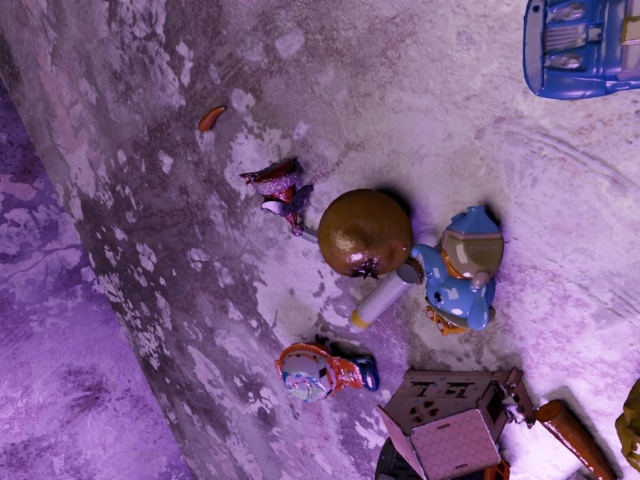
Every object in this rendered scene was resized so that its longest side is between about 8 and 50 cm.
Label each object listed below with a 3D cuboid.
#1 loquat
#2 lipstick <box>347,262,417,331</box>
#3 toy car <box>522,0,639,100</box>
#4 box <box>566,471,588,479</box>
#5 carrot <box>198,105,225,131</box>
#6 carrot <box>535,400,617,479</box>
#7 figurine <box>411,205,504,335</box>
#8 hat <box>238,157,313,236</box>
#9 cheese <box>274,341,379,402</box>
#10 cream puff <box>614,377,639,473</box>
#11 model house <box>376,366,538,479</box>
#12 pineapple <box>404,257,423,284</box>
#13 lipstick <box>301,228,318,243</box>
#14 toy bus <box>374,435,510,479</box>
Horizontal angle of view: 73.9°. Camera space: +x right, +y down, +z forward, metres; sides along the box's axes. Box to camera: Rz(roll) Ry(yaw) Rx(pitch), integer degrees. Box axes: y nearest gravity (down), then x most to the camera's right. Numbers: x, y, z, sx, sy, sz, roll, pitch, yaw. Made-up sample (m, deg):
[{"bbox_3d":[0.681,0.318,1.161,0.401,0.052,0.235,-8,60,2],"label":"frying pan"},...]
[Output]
[{"bbox_3d":[0.096,-0.007,0.940,0.213,0.213,0.213,20,123,34],"label":"loquat"},{"bbox_3d":[0.148,0.147,1.056,0.059,0.059,0.264,48,139,13],"label":"lipstick"},{"bbox_3d":[0.423,-0.277,0.540,0.314,0.166,0.198,11,121,37],"label":"toy car"},{"bbox_3d":[0.589,0.582,0.905,0.152,0.048,0.100,35,132,26],"label":"box"},{"bbox_3d":[-0.324,-0.360,1.255,0.142,0.035,0.035,-28,91,41],"label":"carrot"},{"bbox_3d":[0.538,0.431,0.871,0.209,0.061,0.061,49,135,5],"label":"carrot"},{"bbox_3d":[0.281,0.062,0.866,0.180,0.154,0.261,4,96,50],"label":"figurine"},{"bbox_3d":[-0.102,-0.101,1.132,0.129,0.140,0.227,13,133,49],"label":"hat"},{"bbox_3d":[0.011,0.391,1.269,0.330,0.129,0.216,-4,114,24],"label":"cheese"},{"bbox_3d":[0.614,0.347,0.667,0.282,0.185,0.281,16,118,33],"label":"cream puff"},{"bbox_3d":[0.286,0.417,0.955,0.326,0.244,0.169,-16,97,44],"label":"model house"},{"bbox_3d":[0.214,0.067,0.997,0.083,0.019,0.045,51,138,14],"label":"pineapple"},{"bbox_3d":[0.000,0.000,1.152,0.107,0.025,0.025,24,126,24],"label":"lipstick"},{"bbox_3d":[0.301,0.595,1.096,0.329,0.143,0.153,-24,118,44],"label":"toy bus"}]
